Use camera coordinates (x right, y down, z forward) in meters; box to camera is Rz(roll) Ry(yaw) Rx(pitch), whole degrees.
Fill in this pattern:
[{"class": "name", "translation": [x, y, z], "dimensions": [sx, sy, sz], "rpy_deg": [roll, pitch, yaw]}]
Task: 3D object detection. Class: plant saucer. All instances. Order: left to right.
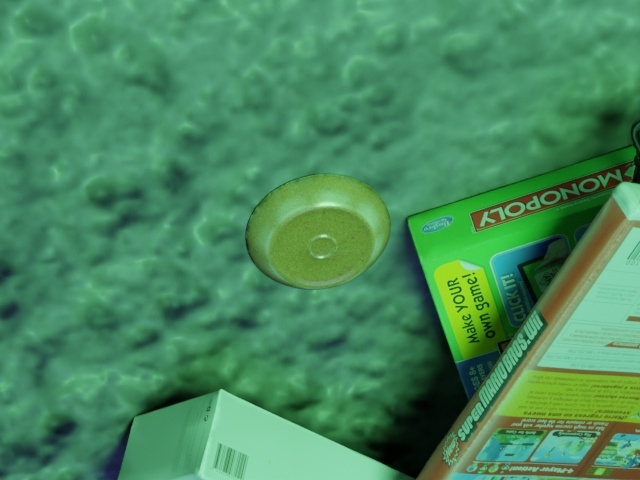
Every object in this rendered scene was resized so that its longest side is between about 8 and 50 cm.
[{"class": "plant saucer", "translation": [0.000, 0.000, 1.039], "dimensions": [0.083, 0.015, 0.083], "rpy_deg": [-5, 130, -6]}]

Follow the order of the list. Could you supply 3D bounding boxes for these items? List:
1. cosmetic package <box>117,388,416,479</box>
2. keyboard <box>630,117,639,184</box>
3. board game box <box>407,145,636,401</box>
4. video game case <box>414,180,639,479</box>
[{"class": "cosmetic package", "translation": [0.002, 0.166, 1.124], "dimensions": [0.239, 0.060, 0.099], "rpy_deg": [28, 148, -29]}, {"class": "keyboard", "translation": [0.216, -0.043, 0.980], "dimensions": [0.108, 0.023, 0.180], "rpy_deg": [-4, 128, -7]}, {"class": "board game box", "translation": [0.197, 0.080, 1.121], "dimensions": [0.213, 0.046, 0.317], "rpy_deg": [-19, 130, 4]}, {"class": "video game case", "translation": [0.180, 0.089, 1.046], "dimensions": [0.204, 0.025, 0.285], "rpy_deg": [7, 130, -31]}]
